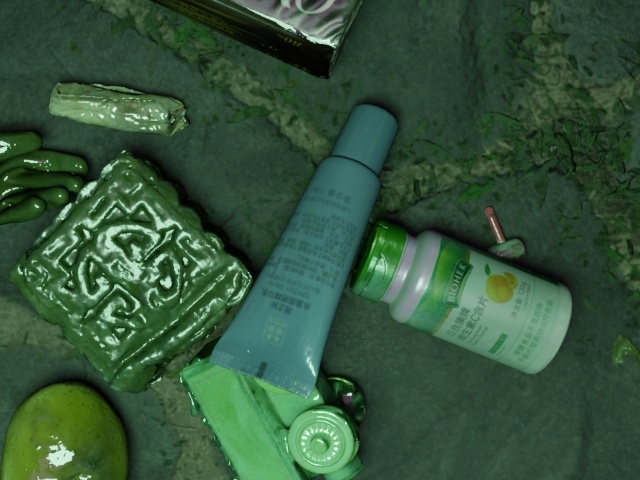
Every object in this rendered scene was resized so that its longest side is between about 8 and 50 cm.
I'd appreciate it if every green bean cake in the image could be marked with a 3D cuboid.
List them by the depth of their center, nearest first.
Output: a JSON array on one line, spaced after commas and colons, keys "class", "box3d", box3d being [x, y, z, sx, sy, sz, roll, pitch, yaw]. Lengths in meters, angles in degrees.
[{"class": "green bean cake", "box3d": [-0.241, 0.045, 1.068, 0.241, 0.132, 0.255, -42, 95, -1]}]

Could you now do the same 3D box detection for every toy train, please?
[{"class": "toy train", "box3d": [-0.055, 0.214, 1.078, 0.188, 0.159, 0.272, -28, 96, 11]}]

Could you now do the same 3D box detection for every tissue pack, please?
[{"class": "tissue pack", "box3d": [-0.103, -0.363, 0.995, 0.370, 0.210, 0.198, 24, 89, -2]}]

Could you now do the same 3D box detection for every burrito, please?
[{"class": "burrito", "box3d": [-0.268, -0.177, 1.085, 0.188, 0.045, 0.058, 9, 121, -5]}]

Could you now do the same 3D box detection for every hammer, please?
[{"class": "hammer", "box3d": [0.247, -0.008, 1.125, 0.052, 0.031, 0.083, -21, 85, -2]}]

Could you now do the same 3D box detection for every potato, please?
[{"class": "potato", "box3d": [-0.340, 0.311, 1.085, 0.169, 0.143, 0.248, -4, 91, -39]}]

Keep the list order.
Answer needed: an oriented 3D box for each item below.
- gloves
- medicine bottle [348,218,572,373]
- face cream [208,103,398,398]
[{"class": "gloves", "box3d": [-0.439, -0.071, 1.058, 0.268, 0.107, 0.135, -8, 113, -9]}, {"class": "medicine bottle", "box3d": [0.181, 0.069, 1.077, 0.274, 0.133, 0.133, 22, 95, -2]}, {"class": "face cream", "box3d": [0.000, 0.000, 1.022, 0.135, 0.086, 0.385, 17, 69, 19]}]
